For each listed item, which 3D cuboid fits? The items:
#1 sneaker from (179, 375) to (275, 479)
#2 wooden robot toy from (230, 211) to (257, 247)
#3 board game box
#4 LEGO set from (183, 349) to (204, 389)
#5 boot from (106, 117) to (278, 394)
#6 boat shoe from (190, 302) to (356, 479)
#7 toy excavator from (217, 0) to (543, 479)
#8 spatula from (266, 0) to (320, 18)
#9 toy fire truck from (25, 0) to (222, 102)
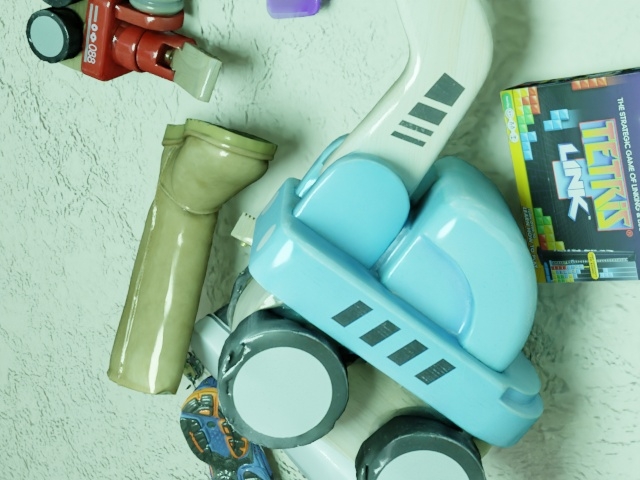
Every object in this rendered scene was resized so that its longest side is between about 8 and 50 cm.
[{"bbox_3d":[-0.088,0.240,1.440,0.083,0.087,0.221,-8,116,11],"label":"sneaker"},{"bbox_3d":[0.000,0.000,1.299,0.173,0.076,0.079,24,84,33],"label":"wooden robot toy"},{"bbox_3d":[0.231,-0.052,1.076,0.141,0.048,0.170,-4,102,43],"label":"board game box"},{"bbox_3d":[-0.137,0.149,1.487,0.083,0.023,0.054,39,130,8],"label":"LEGO set"},{"bbox_3d":[-0.130,0.022,1.288,0.236,0.089,0.269,-173,97,-73],"label":"boot"},{"bbox_3d":[-0.008,0.161,1.317,0.301,0.102,0.108,41,157,33],"label":"boat shoe"},{"bbox_3d":[0.067,-0.044,1.092,0.433,0.222,0.445,36,103,-10],"label":"toy excavator"},{"bbox_3d":[0.049,-0.245,1.177,0.296,0.030,0.084,5,106,40],"label":"spatula"},{"bbox_3d":[-0.166,-0.245,1.298,0.246,0.158,0.217,23,119,20],"label":"toy fire truck"}]
